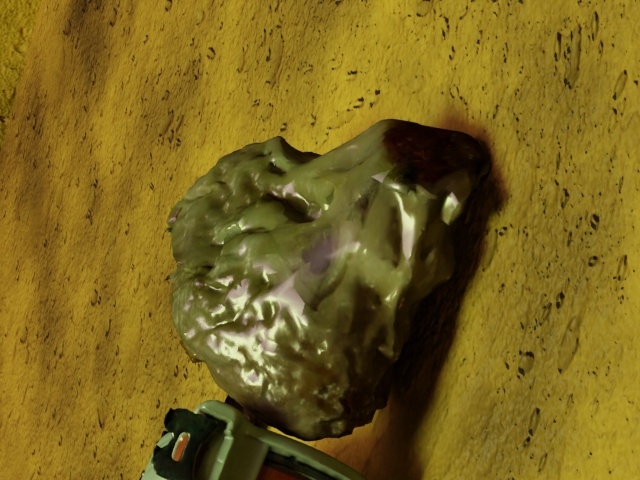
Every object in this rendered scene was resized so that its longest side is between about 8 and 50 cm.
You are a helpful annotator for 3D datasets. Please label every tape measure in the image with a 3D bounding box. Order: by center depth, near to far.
[{"bbox_3d":[-0.064,0.254,1.578,0.125,0.246,0.243,-66,8,-19],"label":"tape measure"}]

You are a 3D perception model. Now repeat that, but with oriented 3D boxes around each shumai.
[{"bbox_3d":[0.001,-0.002,1.567,0.283,0.217,0.346,123,149,-42],"label":"shumai"}]

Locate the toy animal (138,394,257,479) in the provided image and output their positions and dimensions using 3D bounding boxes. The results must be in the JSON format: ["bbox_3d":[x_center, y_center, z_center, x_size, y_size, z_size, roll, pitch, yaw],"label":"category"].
[{"bbox_3d":[-0.108,0.269,1.891,0.179,0.116,0.218,13,64,39],"label":"toy animal"}]
